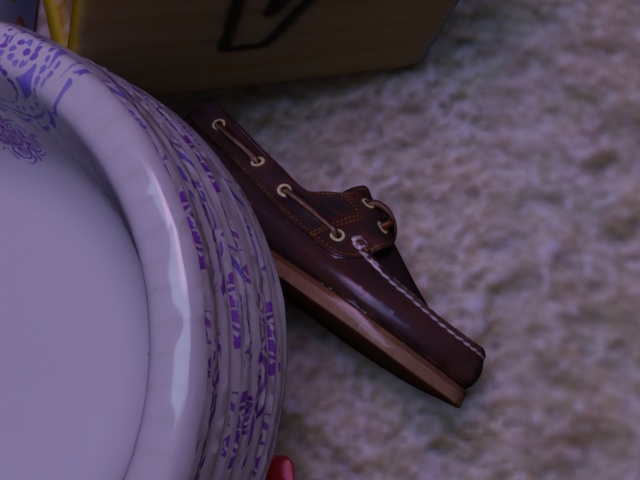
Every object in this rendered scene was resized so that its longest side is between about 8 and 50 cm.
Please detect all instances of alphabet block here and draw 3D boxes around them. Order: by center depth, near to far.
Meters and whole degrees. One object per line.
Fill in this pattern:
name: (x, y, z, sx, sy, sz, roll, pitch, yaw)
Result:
alphabet block: (-0.038, -0.197, 0.564, 0.197, 0.193, 0.192, -9, 68, -18)

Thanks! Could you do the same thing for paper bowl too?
paper bowl: (-0.151, 0.055, 0.520, 0.284, 0.148, 0.284, -4, 79, 19)

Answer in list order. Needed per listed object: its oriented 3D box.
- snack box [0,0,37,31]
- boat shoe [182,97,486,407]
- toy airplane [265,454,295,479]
snack box: (-0.253, -0.136, 0.659, 0.175, 0.070, 0.207, -1, 70, 7)
boat shoe: (0.000, 0.000, 0.582, 0.207, 0.073, 0.073, 35, 80, 16)
toy airplane: (-0.051, 0.158, 0.558, 0.151, 0.028, 0.151, -2, 71, 7)
